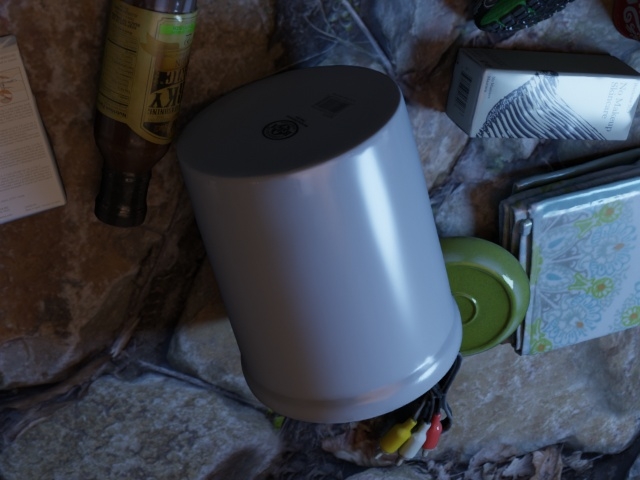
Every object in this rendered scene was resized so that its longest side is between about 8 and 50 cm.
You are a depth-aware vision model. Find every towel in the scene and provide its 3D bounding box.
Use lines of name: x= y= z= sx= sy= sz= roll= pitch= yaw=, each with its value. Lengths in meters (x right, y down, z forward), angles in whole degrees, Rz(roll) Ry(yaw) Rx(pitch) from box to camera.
towel: x=0.469 y=0.015 z=1.867 sx=0.374 sy=0.090 sz=0.320 roll=-13 pitch=125 yaw=-13

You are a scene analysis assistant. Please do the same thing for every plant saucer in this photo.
plant saucer: x=0.217 y=0.102 z=1.796 sx=0.241 sy=0.037 sz=0.241 roll=1 pitch=123 yaw=2

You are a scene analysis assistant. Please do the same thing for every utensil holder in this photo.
utensil holder: x=0.000 y=0.000 z=1.533 sx=0.327 sy=0.327 sz=0.385 roll=-22 pitch=122 yaw=-8

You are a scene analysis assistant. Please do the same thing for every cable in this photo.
cable: x=0.194 y=0.279 z=1.880 sx=0.139 sy=0.072 sz=0.287 roll=0 pitch=140 yaw=-25

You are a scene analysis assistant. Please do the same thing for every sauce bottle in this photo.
sauce bottle: x=-0.236 y=-0.183 z=1.464 sx=0.111 sy=0.111 sz=0.344 roll=2 pitch=119 yaw=-22

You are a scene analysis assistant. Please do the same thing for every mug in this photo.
mug: x=0.538 y=-0.324 z=1.644 sx=0.150 sy=0.169 sz=0.113 roll=-7 pitch=120 yaw=-17

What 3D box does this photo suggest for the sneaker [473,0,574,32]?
sneaker: x=0.324 y=-0.427 z=1.539 sx=0.134 sy=0.146 sz=0.343 roll=-10 pitch=145 yaw=-55

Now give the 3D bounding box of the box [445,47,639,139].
box: x=0.333 y=-0.216 z=1.672 sx=0.275 sy=0.094 sz=0.113 roll=-2 pitch=119 yaw=-20

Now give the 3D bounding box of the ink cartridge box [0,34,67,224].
ink cartridge box: x=-0.451 y=-0.131 z=1.457 sx=0.189 sy=0.066 sz=0.232 roll=-17 pitch=102 yaw=-11
